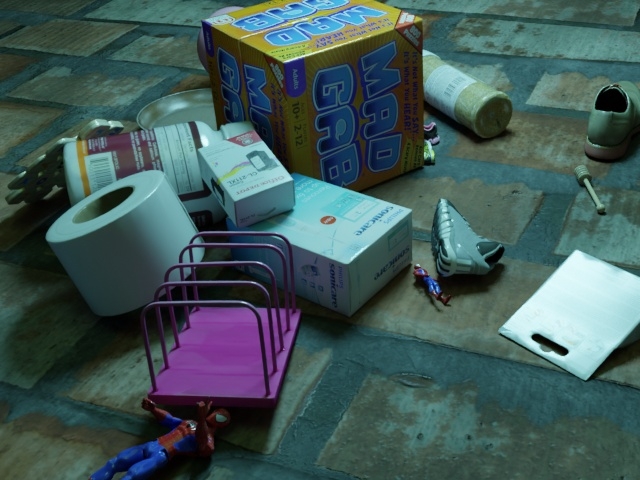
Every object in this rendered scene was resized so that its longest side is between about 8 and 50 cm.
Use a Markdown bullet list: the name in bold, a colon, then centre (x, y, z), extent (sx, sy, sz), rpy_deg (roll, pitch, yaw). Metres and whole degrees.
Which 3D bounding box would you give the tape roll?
- **tape roll**: centre (-0.360, 0.002, 1.674), extent (0.246, 0.169, 0.246), rpy_deg (-23, 23, 11)

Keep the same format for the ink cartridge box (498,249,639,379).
- **ink cartridge box**: centre (0.454, 0.135, 1.565), extent (0.232, 0.066, 0.189), rpy_deg (-45, 47, -18)

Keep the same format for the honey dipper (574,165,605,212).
- **honey dipper**: centre (0.578, -0.108, 1.931), extent (0.030, 0.030, 0.161), rpy_deg (-4, 35, 1)

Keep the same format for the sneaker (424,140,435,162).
- **sneaker**: centre (0.246, -0.210, 2.127), extent (0.035, 0.031, 0.083), rpy_deg (-8, 33, -5)

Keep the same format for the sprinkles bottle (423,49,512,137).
- **sprinkles bottle**: centre (0.337, -0.378, 2.298), extent (0.121, 0.121, 0.355), rpy_deg (-18, 35, -20)

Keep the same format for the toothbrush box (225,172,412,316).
- **toothbrush box**: centre (0.000, 0.000, 1.744), extent (0.295, 0.126, 0.216), rpy_deg (22, 41, 33)

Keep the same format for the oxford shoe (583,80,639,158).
- **oxford shoe**: centre (0.715, -0.321, 2.152), extent (0.123, 0.130, 0.348), rpy_deg (9, 35, 20)

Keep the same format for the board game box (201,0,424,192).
- **board game box**: centre (-0.013, -0.332, 2.049), extent (0.356, 0.356, 0.356), rpy_deg (-23, 36, -26)

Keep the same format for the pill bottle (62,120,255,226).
- **pill bottle**: centre (-0.322, -0.128, 1.893), extent (0.392, 0.224, 0.224), rpy_deg (-11, 33, -10)

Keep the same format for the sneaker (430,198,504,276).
- **sneaker**: centre (0.289, 0.002, 1.761), extent (0.132, 0.086, 0.229), rpy_deg (8, 35, -2)

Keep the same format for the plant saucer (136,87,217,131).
- **plant saucer**: centre (-0.311, -0.311, 2.306), extent (0.310, 0.050, 0.311), rpy_deg (-3, 31, 2)

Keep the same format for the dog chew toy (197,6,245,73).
- **dog chew toy**: centre (-0.173, -0.494, 2.405), extent (0.332, 0.207, 0.206), rpy_deg (30, 45, 31)

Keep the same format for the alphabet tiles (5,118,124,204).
- **alphabet tiles**: centre (-0.565, -0.173, 1.992), extent (0.284, 0.021, 0.278), rpy_deg (-38, -4, 13)

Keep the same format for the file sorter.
- **file sorter**: centre (-0.156, 0.117, 1.488), extent (0.202, 0.182, 0.291), rpy_deg (0, 24, 8)

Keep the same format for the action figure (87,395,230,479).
- **action figure**: centre (-0.255, 0.292, 1.314), extent (0.280, 0.139, 0.091), rpy_deg (-23, 38, -30)

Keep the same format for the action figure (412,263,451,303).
- **action figure**: centre (0.204, 0.075, 1.683), extent (0.038, 0.030, 0.115), rpy_deg (20, 17, -34)

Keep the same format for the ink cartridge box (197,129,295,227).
- **ink cartridge box**: centre (-0.142, -0.120, 1.733), extent (0.127, 0.072, 0.175), rpy_deg (-22, 49, -19)

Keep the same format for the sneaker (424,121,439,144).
- **sneaker**: centre (0.229, -0.262, 2.190), extent (0.119, 0.057, 0.047), rpy_deg (-6, 34, 0)
